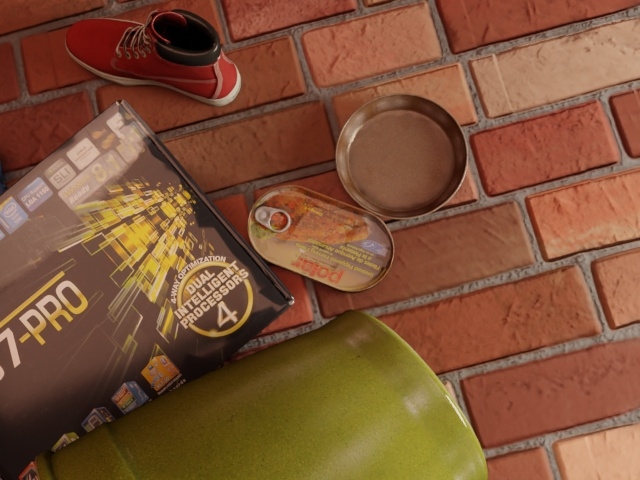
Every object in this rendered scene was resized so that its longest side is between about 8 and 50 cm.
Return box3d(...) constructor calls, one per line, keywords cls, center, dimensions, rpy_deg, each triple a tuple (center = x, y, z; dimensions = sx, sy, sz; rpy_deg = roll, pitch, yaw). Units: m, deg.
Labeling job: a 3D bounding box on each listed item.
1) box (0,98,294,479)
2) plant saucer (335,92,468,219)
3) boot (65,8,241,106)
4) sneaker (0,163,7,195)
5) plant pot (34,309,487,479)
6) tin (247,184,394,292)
box3d(cls="box", center=(-0.278, 0.079, 0.971), dimensions=(0.395, 0.097, 0.318), rpy_deg=(-40, 90, -4))
box3d(cls="plant saucer", center=(0.103, -0.106, 1.048), dimensions=(0.168, 0.029, 0.168), rpy_deg=(-1, 77, 3))
box3d(cls="boot", center=(-0.229, -0.256, 1.029), dimensions=(0.244, 0.176, 0.088), rpy_deg=(16, 81, 9))
box3d(cls="sneaker", center=(-0.415, -0.027, 1.052), dimensions=(0.082, 0.069, 0.209), rpy_deg=(-1, 78, -7))
box3d(cls="plant pot", center=(-0.032, 0.263, 0.837), dimensions=(0.353, 0.366, 0.366), rpy_deg=(-35, 77, -15))
box3d(cls="tin", center=(0.000, 0.000, 1.029), dimensions=(0.190, 0.040, 0.106), rpy_deg=(22, 76, 8))
